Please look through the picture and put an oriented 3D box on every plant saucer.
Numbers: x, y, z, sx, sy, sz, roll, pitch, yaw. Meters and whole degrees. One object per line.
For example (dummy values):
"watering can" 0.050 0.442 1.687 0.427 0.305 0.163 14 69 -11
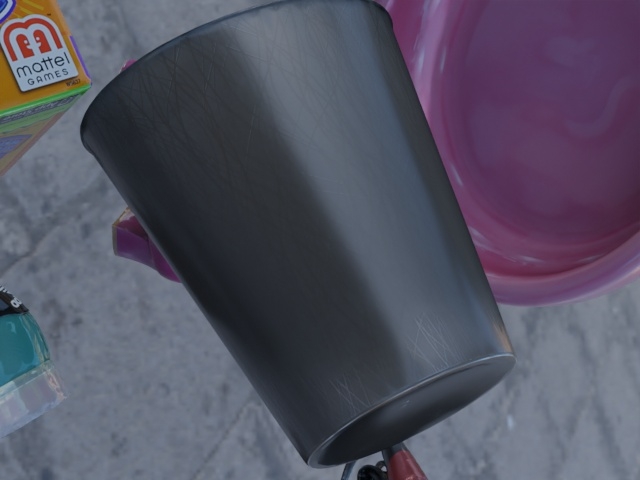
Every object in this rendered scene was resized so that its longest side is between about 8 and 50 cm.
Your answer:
"plant saucer" 0.167 -0.119 0.852 0.084 0.332 0.332 4 79 -43

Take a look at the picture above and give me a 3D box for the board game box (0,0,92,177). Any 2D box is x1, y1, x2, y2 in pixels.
"board game box" -0.480 -0.185 1.041 0.357 0.356 0.356 -24 88 -35

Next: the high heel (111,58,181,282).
"high heel" -0.143 -0.058 1.148 0.082 0.117 0.244 -59 161 -51

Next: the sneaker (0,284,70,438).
"sneaker" -0.325 0.121 0.786 0.302 0.108 0.121 -27 93 -19

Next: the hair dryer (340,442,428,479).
"hair dryer" 0.073 0.225 0.840 0.080 0.293 0.223 -10 77 -25

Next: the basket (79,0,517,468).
"basket" 0.000 0.000 0.684 0.204 0.154 0.226 -18 68 -21
